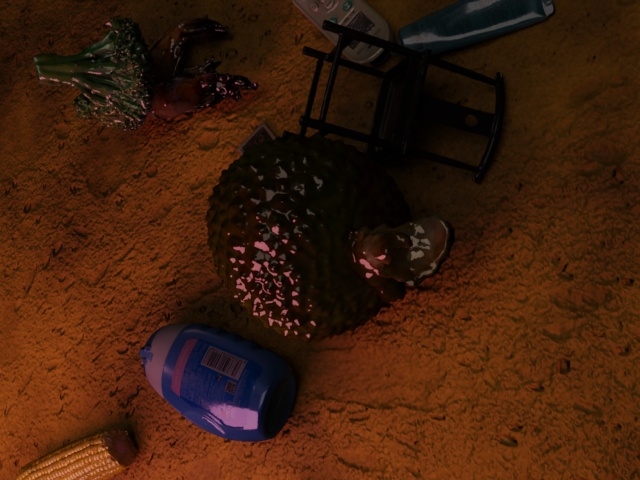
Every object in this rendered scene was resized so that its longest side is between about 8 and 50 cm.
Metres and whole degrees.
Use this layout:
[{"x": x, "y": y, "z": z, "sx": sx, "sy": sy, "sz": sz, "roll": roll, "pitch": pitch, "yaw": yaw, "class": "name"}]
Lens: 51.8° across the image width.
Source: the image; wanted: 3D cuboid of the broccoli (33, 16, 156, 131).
[{"x": -0.377, "y": -0.280, "z": 1.095, "sx": 0.220, "sy": 0.194, "sz": 0.194, "roll": 24, "pitch": 93, "yaw": 57, "class": "broccoli"}]

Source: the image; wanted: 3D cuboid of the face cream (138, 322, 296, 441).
[{"x": -0.166, "y": 0.205, "z": 0.988, "sx": 0.264, "sy": 0.083, "sz": 0.149, "roll": 16, "pitch": 87, "yaw": 30, "class": "face cream"}]

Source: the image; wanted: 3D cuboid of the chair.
[{"x": 0.099, "y": -0.180, "z": 0.894, "sx": 0.260, "sy": 0.141, "sz": 0.154, "roll": 14, "pitch": 87, "yaw": -14, "class": "chair"}]

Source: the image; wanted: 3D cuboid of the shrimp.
[{"x": -0.217, "y": -0.300, "z": 1.128, "sx": 0.289, "sy": 0.075, "sz": 0.178, "roll": 0, "pitch": 82, "yaw": 44, "class": "shrimp"}]

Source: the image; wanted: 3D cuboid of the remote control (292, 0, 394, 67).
[{"x": 0.032, "y": -0.345, "z": 1.011, "sx": 0.078, "sy": 0.042, "sz": 0.221, "roll": -45, "pitch": 64, "yaw": 13, "class": "remote control"}]

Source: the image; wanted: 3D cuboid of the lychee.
[{"x": -0.007, "y": -0.003, "z": 0.840, "sx": 0.270, "sy": 0.270, "sz": 0.320, "roll": -48, "pitch": 49, "yaw": 13, "class": "lychee"}]

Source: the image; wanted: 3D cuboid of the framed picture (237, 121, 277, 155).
[{"x": -0.090, "y": -0.139, "z": 1.058, "sx": 0.066, "sy": 0.007, "sz": 0.089, "roll": -43, "pitch": 64, "yaw": 15, "class": "framed picture"}]

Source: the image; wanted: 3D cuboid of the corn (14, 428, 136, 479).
[{"x": -0.414, "y": 0.379, "z": 1.095, "sx": 0.248, "sy": 0.081, "sz": 0.081, "roll": -28, "pitch": 68, "yaw": 22, "class": "corn"}]

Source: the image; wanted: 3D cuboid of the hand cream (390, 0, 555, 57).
[{"x": 0.202, "y": -0.305, "z": 0.913, "sx": 0.224, "sy": 0.048, "sz": 0.083, "roll": -17, "pitch": 73, "yaw": 19, "class": "hand cream"}]
